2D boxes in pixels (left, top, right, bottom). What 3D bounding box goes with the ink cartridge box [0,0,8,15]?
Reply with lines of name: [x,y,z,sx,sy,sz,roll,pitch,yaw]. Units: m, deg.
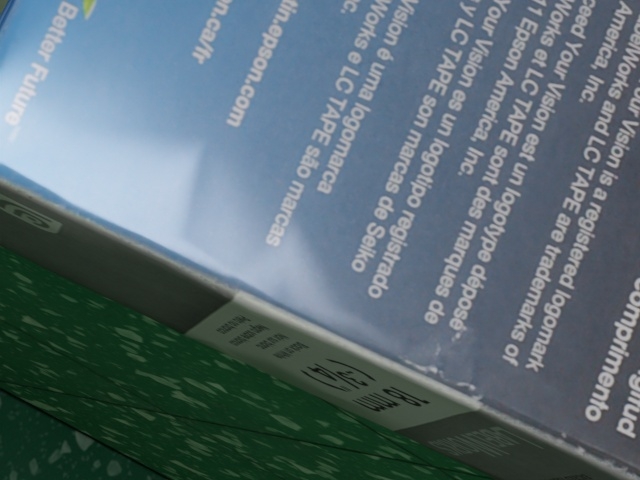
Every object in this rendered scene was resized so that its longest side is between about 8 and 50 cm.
ink cartridge box: [-0.054,-0.124,0.778,0.278,0.117,0.201,29,164,-21]

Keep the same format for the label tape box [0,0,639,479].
label tape box: [0.086,-0.049,0.581,0.334,0.240,0.106,26,165,-7]
